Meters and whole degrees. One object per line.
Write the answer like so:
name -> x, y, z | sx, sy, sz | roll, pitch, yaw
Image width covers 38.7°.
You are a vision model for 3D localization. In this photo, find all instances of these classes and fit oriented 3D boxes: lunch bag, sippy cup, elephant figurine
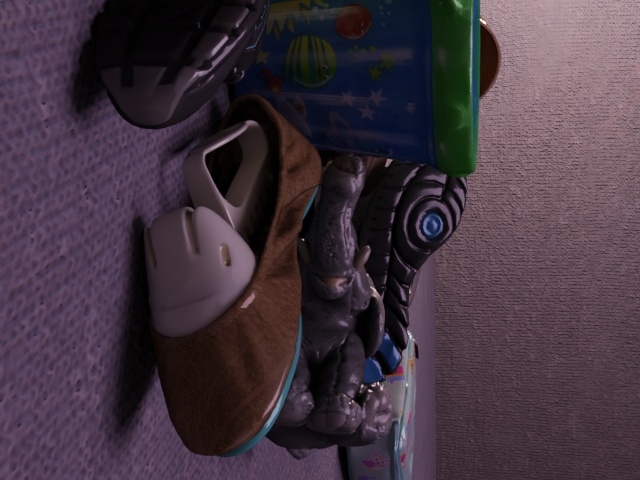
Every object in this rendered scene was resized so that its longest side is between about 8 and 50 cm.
lunch bag -> 0.112, 0.301, 1.581 | 0.224, 0.108, 0.279 | 79, 16, -45
sippy cup -> 0.038, -0.180, 0.876 | 0.240, 0.224, 0.305 | -74, 162, -54
elephant figurine -> 0.002, 0.070, 0.872 | 0.169, 0.186, 0.239 | 30, 57, -40

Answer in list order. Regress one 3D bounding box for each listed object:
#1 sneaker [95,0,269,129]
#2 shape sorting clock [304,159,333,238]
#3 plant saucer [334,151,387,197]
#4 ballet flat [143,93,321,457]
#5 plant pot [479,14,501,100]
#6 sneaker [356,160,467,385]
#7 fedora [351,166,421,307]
sneaker -> -0.074, -0.146, 0.634 | 0.267, 0.101, 0.106 | -76, 165, -48
shape sorting clock -> 0.000, 0.000, 1.162 | 0.206, 0.040, 0.206 | 10, 90, -83
plant saucer -> 0.066, -0.180, 1.241 | 0.278, 0.041, 0.278 | -171, -90, -81
ballet flat -> -0.070, -0.003, 0.691 | 0.124, 0.116, 0.342 | 58, 28, -32
plant pot -> 0.193, -0.396, 1.720 | 0.237, 0.237, 0.254 | 79, 1, -46
sneaker -> 0.079, 0.014, 1.204 | 0.341, 0.125, 0.139 | -66, -158, -5
fedora -> 0.090, -0.021, 1.402 | 0.244, 0.124, 0.275 | 66, 34, -61
